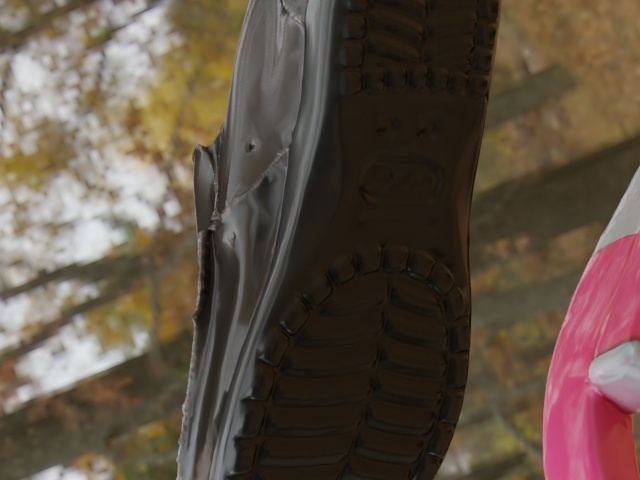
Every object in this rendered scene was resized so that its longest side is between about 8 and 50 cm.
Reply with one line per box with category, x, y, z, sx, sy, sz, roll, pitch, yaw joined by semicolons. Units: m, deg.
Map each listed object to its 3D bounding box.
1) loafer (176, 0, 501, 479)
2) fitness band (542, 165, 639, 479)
loafer;0.000;0.000;0.589;0.078;0.080;0.220;19;97;55
fitness band;0.188;0.069;0.735;0.209;0.054;0.291;44;-135;-12
